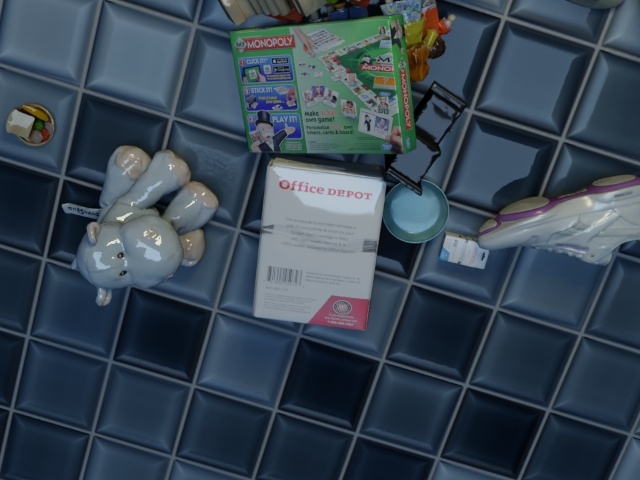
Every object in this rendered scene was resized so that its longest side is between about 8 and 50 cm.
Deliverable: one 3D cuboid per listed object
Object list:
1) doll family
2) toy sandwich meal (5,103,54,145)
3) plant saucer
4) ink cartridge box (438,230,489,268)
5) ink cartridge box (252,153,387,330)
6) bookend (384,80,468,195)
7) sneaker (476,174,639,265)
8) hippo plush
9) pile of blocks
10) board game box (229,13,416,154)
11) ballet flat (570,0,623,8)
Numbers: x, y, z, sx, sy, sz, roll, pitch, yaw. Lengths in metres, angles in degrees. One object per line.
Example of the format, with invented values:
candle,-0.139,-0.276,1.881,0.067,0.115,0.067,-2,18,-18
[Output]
doll family,0.090,-0.319,1.505,0.263,0.118,0.163,-9,115,16
toy sandwich meal,-0.517,-0.206,1.643,0.086,0.029,0.085,1,108,3
plant saucer,0.170,-0.055,1.654,0.119,0.021,0.119,1,107,3
ink cartridge box,0.260,0.018,1.667,0.083,0.028,0.048,14,108,-1
ink cartridge box,0.000,0.000,1.631,0.207,0.117,0.283,8,108,1
bookend,0.180,-0.174,1.545,0.072,0.156,0.157,33,106,-7
sneaker,0.428,-0.010,1.603,0.305,0.114,0.152,-14,105,8
hippo plush,-0.333,-0.030,1.579,0.294,0.236,0.234,-2,108,4
pile of blocks,-0.026,-0.415,1.471,0.362,0.149,0.112,6,141,38
board game box,0.000,-0.249,1.509,0.317,0.046,0.213,5,110,35
ballet flat,0.403,-0.432,1.496,0.213,0.068,0.072,24,108,-5
